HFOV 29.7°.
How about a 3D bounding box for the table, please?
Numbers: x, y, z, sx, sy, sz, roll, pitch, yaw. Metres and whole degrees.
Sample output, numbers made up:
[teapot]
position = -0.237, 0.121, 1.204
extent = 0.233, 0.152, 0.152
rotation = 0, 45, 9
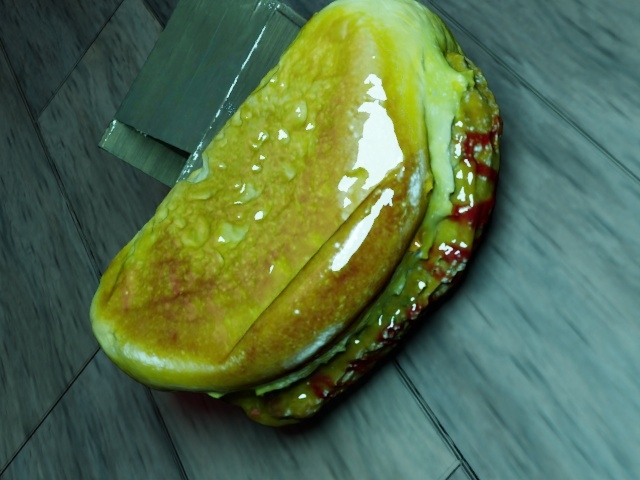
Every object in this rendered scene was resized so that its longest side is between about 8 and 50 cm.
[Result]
[table]
position = -0.074, -0.122, 1.195
extent = 0.169, 0.172, 0.193
rotation = 24, 85, 49

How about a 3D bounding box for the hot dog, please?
[hot dog]
position = 0.001, 0.000, 1.011
extent = 0.405, 0.185, 0.223
rotation = -50, 55, 12
